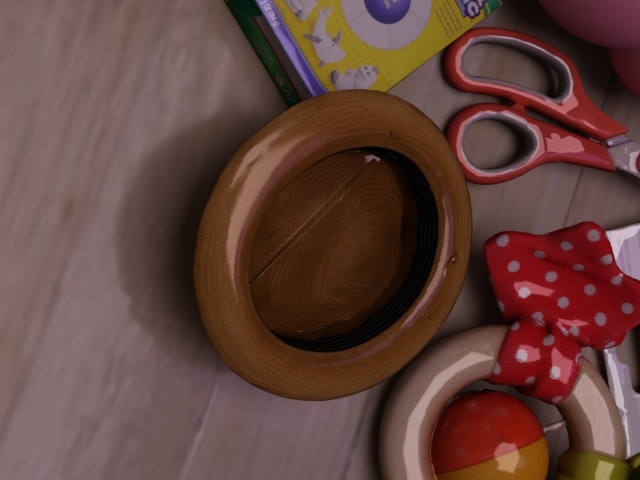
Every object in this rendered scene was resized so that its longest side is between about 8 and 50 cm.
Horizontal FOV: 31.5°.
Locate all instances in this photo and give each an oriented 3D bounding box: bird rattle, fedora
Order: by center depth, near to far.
[{"bbox_3d":[0.000,0.000,0.687,0.194,0.079,0.194,-5,100,-30],"label":"fedora"},{"bbox_3d":[0.139,0.123,0.747,0.206,0.143,0.254,-20,98,-8],"label":"bird rattle"}]

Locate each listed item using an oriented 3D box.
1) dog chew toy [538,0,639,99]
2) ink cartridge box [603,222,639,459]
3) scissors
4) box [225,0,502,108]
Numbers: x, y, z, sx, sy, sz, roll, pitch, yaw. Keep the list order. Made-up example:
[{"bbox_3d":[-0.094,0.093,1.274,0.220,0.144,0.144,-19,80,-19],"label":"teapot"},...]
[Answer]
[{"bbox_3d":[0.208,-0.220,0.732,0.206,0.206,0.332,-45,118,-19],"label":"dog chew toy"},{"bbox_3d":[0.315,0.057,0.881,0.232,0.066,0.189,-12,98,-8],"label":"ink cartridge box"},{"bbox_3d":[0.219,-0.071,0.809,0.297,0.021,0.109,11,86,-16],"label":"scissors"},{"bbox_3d":[0.040,-0.159,0.729,0.179,0.043,0.105,-40,109,-22],"label":"box"}]
